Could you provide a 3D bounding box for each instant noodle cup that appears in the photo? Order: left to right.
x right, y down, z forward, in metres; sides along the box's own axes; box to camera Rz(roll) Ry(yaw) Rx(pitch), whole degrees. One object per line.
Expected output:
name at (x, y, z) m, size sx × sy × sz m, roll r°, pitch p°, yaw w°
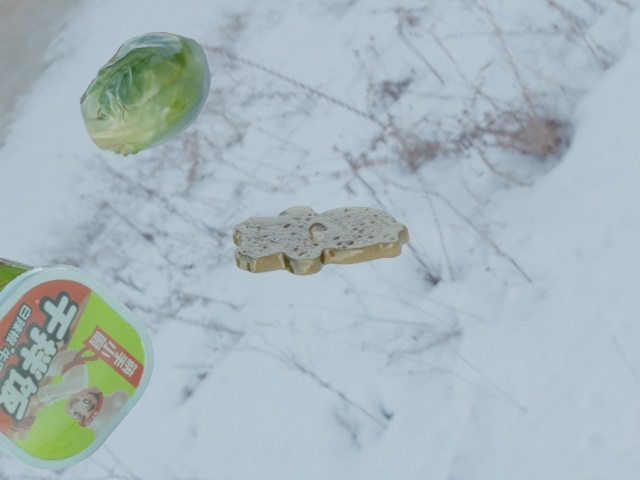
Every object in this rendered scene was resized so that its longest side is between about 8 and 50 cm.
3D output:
instant noodle cup at (-0.445, 0.158, 1.755) m, size 0.294 × 0.294 × 0.308 m, roll -54°, pitch 31°, yaw -12°

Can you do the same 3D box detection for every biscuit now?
biscuit at (0.000, 0.000, 1.508) m, size 0.226 × 0.036 × 0.166 m, roll -8°, pitch 27°, yaw -5°

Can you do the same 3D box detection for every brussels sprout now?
brussels sprout at (-0.226, -0.193, 1.542) m, size 0.181 × 0.144 × 0.161 m, roll -23°, pitch 39°, yaw 18°
